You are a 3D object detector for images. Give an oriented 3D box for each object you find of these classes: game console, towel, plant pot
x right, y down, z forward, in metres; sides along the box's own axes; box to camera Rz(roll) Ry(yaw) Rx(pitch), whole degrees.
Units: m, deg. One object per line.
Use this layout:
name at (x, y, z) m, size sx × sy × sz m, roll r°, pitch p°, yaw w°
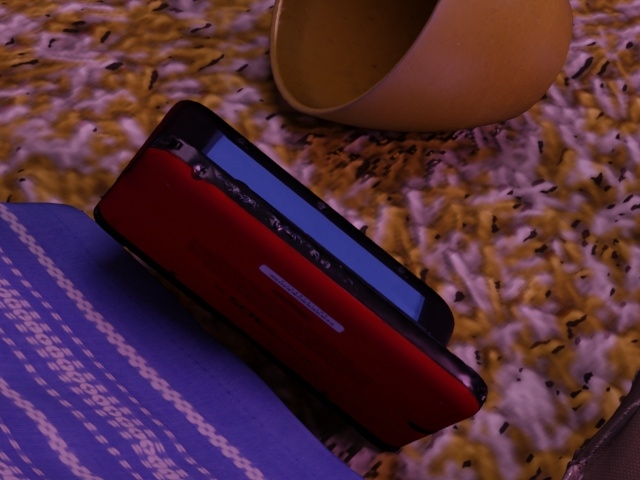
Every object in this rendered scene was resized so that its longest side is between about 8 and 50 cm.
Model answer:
game console at (0.000, 0.000, 0.712) m, size 0.144 × 0.124 × 0.085 m, roll 38°, pitch 65°, yaw -7°
towel at (-0.118, 0.043, 0.577) m, size 0.243 × 0.040 × 0.336 m, roll 42°, pitch 18°, yaw 30°
plant pot at (0.055, -0.102, 0.869) m, size 0.095 × 0.134 × 0.134 m, roll 22°, pitch 31°, yaw -33°

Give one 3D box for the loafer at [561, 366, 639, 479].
loafer at (0.116, 0.095, 0.665) m, size 0.094 × 0.087 × 0.251 m, roll 23°, pitch 39°, yaw 9°
